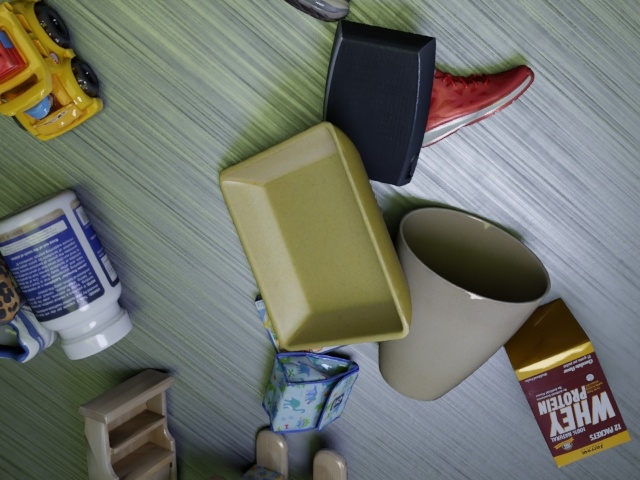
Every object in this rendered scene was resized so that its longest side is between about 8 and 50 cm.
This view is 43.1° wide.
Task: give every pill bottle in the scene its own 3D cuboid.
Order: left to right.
[{"bbox_3d":[-0.434,0.059,1.380,0.153,0.153,0.264,-22,104,8],"label":"pill bottle"}]

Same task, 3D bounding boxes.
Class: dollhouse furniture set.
[{"bbox_3d":[-0.200,0.410,1.382,0.394,0.362,0.256,11,111,30],"label":"dollhouse furniture set"}]

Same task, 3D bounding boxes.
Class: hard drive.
[{"bbox_3d":[0.084,-0.209,1.284,0.172,0.054,0.254,14,125,12],"label":"hard drive"}]

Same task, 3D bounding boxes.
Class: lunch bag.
[{"bbox_3d":[-0.014,0.273,1.448,0.151,0.096,0.128,1,126,-26],"label":"lunch bag"}]

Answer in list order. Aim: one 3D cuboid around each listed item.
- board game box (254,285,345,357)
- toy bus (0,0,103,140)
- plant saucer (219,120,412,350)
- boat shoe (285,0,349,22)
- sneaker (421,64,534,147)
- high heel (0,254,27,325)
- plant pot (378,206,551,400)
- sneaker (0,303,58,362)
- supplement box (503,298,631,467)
[{"bbox_3d":[0.001,0.132,1.446,0.201,0.035,0.136,-20,104,8],"label":"board game box"},{"bbox_3d":[-0.465,-0.261,1.260,0.150,0.211,0.220,-28,105,8],"label":"toy bus"},{"bbox_3d":[0.000,0.000,1.292,0.333,0.081,0.332,-16,96,52],"label":"plant saucer"},{"bbox_3d":[-0.095,-0.469,1.240,0.356,0.132,0.130,27,96,-15],"label":"boat shoe"},{"bbox_3d":[0.222,-0.251,1.301,0.221,0.087,0.128,-30,104,9],"label":"sneaker"},{"bbox_3d":[-0.600,0.029,1.360,0.261,0.186,0.093,44,103,-10],"label":"high heel"},{"bbox_3d":[0.201,0.126,1.350,0.257,0.256,0.273,20,120,-4],"label":"plant pot"},{"bbox_3d":[-0.621,0.140,1.424,0.297,0.131,0.111,9,108,1],"label":"sneaker"},{"bbox_3d":[0.408,0.238,1.381,0.129,0.191,0.194,-24,105,9],"label":"supplement box"}]
